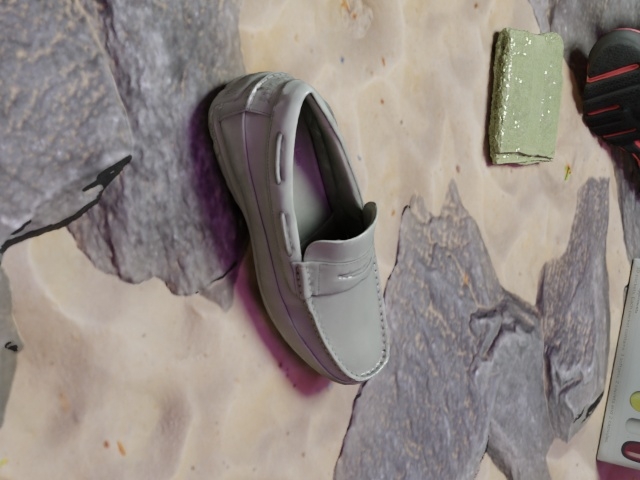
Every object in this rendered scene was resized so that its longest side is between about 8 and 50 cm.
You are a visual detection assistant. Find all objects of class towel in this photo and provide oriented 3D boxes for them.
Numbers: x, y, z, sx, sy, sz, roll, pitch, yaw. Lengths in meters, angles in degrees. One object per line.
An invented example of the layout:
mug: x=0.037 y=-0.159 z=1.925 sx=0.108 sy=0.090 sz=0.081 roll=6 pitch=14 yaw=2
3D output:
towel: x=0.224 y=-0.156 z=1.401 sx=0.110 sy=0.027 sz=0.148 roll=-3 pitch=99 yaw=-44

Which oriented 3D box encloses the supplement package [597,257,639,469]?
supplement package: x=0.486 y=0.172 z=1.629 sx=0.204 sy=0.145 sz=0.262 roll=14 pitch=85 yaw=-46

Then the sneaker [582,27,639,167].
sneaker: x=0.406 y=-0.165 z=1.548 sx=0.314 sy=0.116 sz=0.136 roll=47 pitch=47 yaw=-40

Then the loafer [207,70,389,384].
loafer: x=0.000 y=0.000 z=1.136 sx=0.112 sy=0.111 sz=0.319 roll=-43 pitch=124 yaw=-32
